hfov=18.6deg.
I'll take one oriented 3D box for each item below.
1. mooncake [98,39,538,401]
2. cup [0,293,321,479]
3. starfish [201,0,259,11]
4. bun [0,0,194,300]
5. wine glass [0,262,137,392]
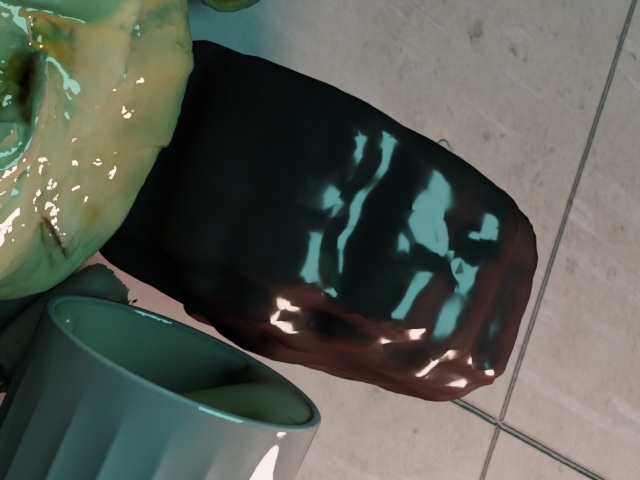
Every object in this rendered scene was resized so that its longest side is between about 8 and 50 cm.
[{"bbox_3d":[0.000,0.000,1.612,0.381,0.350,0.212,34,74,-60],"label":"mooncake"},{"bbox_3d":[-0.173,0.226,1.564,0.237,0.323,0.327,22,100,-9],"label":"cup"},{"bbox_3d":[-0.222,-0.200,1.575,0.432,0.082,0.324,-45,131,-25],"label":"starfish"},{"bbox_3d":[-0.248,-0.112,1.374,0.361,0.213,0.361,-9,110,-26],"label":"bun"},{"bbox_3d":[-0.251,0.106,1.593,0.262,0.074,0.074,-43,124,-36],"label":"wine glass"}]
